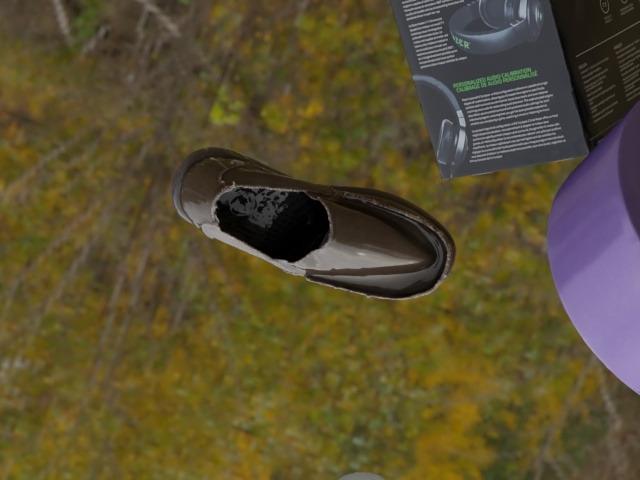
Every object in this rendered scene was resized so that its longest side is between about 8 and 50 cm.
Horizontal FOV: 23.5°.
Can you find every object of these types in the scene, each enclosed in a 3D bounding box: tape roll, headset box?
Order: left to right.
[{"bbox_3d":[0.160,-0.220,1.145,0.131,0.283,0.246,-8,-165,37],"label":"headset box"},{"bbox_3d":[0.230,0.005,0.882,0.189,0.189,0.080,21,141,-13],"label":"tape roll"}]

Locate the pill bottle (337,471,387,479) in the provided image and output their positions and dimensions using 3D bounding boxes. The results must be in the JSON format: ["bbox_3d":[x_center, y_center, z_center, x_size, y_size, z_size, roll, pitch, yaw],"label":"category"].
[{"bbox_3d":[0.060,0.360,1.803,0.117,0.118,0.208,17,147,23],"label":"pill bottle"}]

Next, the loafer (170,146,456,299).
[{"bbox_3d":[0.000,0.000,1.837,0.365,0.134,0.130,14,-166,-18],"label":"loafer"}]
